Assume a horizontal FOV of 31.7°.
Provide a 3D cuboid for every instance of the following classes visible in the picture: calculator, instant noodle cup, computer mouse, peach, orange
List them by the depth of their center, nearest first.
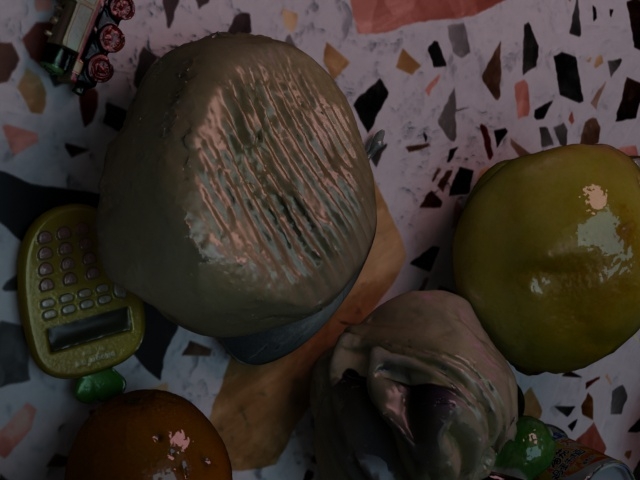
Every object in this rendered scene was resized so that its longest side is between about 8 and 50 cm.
[{"bbox_3d":[-0.195,0.270,1.272,0.206,0.206,0.206,-6,99,-37],"label":"orange"},{"bbox_3d":[-0.272,0.074,1.286,0.146,0.032,0.235,-15,103,-35],"label":"calculator"},{"bbox_3d":[0.000,0.000,1.456,0.167,0.090,0.379,46,67,-33],"label":"computer mouse"},{"bbox_3d":[0.334,0.019,1.597,0.314,0.281,0.316,-18,103,0],"label":"peach"},{"bbox_3d":[0.397,0.406,1.774,0.205,0.153,0.205,-6,100,-39],"label":"instant noodle cup"}]

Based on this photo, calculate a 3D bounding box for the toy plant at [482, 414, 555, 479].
[{"bbox_3d":[0.224,0.324,1.618,0.218,0.175,0.235,18,77,-11],"label":"toy plant"}]

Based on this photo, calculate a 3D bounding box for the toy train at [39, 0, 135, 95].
[{"bbox_3d":[-0.262,-0.233,1.245,0.087,0.050,0.138,22,83,-33],"label":"toy train"}]

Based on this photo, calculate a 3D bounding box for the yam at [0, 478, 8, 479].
[{"bbox_3d":[-0.395,0.293,1.177,0.183,0.107,0.107,15,86,-36],"label":"yam"}]

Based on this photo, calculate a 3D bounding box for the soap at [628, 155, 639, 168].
[{"bbox_3d":[0.542,-0.026,1.880,0.140,0.073,0.232,-7,99,-39],"label":"soap"}]

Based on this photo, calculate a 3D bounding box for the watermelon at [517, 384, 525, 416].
[{"bbox_3d":[0.271,0.253,1.711,0.105,0.062,0.106,-3,96,-29],"label":"watermelon"}]

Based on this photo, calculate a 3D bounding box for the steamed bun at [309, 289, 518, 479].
[{"bbox_3d":[0.115,0.230,1.456,0.206,0.275,0.320,-24,114,-75],"label":"steamed bun"}]

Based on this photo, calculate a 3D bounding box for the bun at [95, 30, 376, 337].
[{"bbox_3d":[-0.093,-0.055,1.273,0.326,0.234,0.362,36,54,-21],"label":"bun"}]
